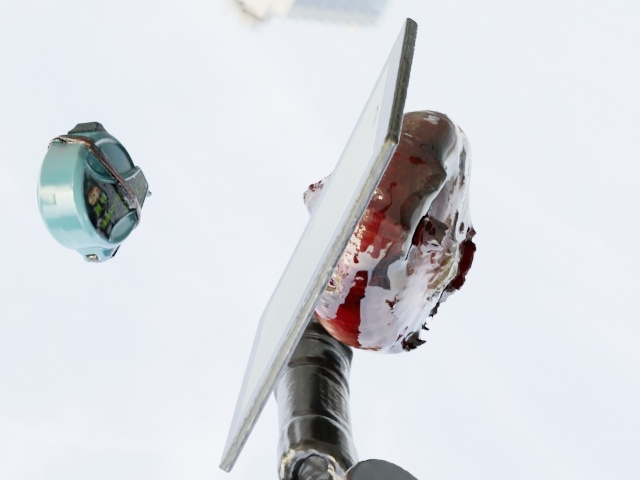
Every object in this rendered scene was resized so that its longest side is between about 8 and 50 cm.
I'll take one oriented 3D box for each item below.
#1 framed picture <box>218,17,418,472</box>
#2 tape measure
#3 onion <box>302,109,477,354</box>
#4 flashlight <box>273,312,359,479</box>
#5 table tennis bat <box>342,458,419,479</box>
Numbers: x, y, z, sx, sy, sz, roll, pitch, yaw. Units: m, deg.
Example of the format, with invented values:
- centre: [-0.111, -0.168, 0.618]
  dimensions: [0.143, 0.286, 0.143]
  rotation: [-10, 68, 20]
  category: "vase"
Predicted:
- centre: [0.000, 0.000, 1.509]
  dimensions: [0.016, 0.347, 0.265]
  rotation: [23, -154, -5]
  category: "framed picture"
- centre: [-0.243, -0.050, 1.886]
  dimensions: [0.146, 0.081, 0.125]
  rotation: [60, -142, -39]
  category: "tape measure"
- centre: [0.059, -0.019, 1.891]
  dimensions: [0.195, 0.272, 0.272]
  rotation: [18, -160, 20]
  category: "onion"
- centre: [-0.009, 0.163, 1.873]
  dimensions: [0.103, 0.103, 0.424]
  rotation: [25, -165, -10]
  category: "flashlight"
- centre: [0.121, 0.286, 1.329]
  dimensions: [0.301, 0.022, 0.173]
  rotation: [52, -160, 8]
  category: "table tennis bat"
